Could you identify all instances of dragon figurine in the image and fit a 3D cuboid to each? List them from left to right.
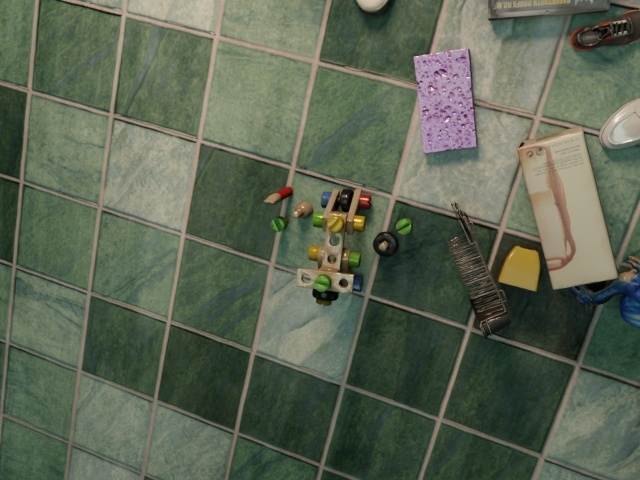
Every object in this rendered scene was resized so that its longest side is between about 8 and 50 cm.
[{"bbox_3d":[0.672,0.129,1.373,0.289,0.085,0.144,27,112,14],"label":"dragon figurine"}]

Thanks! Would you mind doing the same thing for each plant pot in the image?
[{"bbox_3d":[0.435,0.057,1.436,0.081,0.081,0.083,15,96,14],"label":"plant pot"}]

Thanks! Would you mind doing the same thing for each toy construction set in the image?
[{"bbox_3d":[0.000,0.000,1.472,0.309,0.237,0.257,33,111,8],"label":"toy construction set"}]

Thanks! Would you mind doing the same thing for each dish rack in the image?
[{"bbox_3d":[0.321,0.052,1.408,0.074,0.208,0.271,-23,95,9],"label":"dish rack"}]

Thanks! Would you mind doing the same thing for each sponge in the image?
[{"bbox_3d":[0.269,-0.296,1.423,0.117,0.031,0.210,-4,102,18],"label":"sponge"}]

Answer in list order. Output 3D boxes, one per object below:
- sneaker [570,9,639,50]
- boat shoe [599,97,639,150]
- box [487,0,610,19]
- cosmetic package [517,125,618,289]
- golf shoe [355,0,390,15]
[{"bbox_3d":[0.569,-0.403,1.284,0.158,0.065,0.061,-15,99,20],"label":"sneaker"},{"bbox_3d":[0.653,-0.250,1.290,0.226,0.076,0.083,-34,91,22],"label":"boat shoe"},{"bbox_3d":[0.445,-0.533,1.295,0.231,0.056,0.183,1,104,18],"label":"box"},{"bbox_3d":[0.500,-0.069,1.345,0.129,0.153,0.296,-14,97,22],"label":"cosmetic package"},{"bbox_3d":[0.098,-0.604,1.354,0.105,0.120,0.273,4,106,15],"label":"golf shoe"}]
